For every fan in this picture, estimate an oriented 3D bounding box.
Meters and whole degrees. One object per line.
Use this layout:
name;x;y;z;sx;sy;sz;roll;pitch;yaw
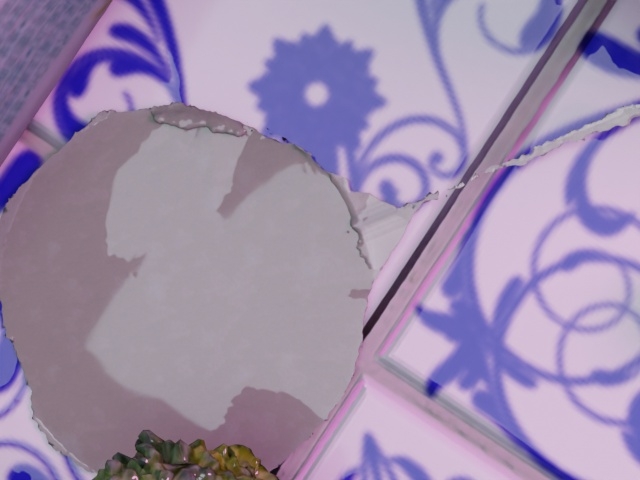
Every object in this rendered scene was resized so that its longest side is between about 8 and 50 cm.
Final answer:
fan;0.000;0.000;0.645;0.310;0.010;0.182;-21;87;8

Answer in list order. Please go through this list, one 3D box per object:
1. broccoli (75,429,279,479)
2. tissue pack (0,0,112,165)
broccoli;-0.051;0.202;0.572;0.198;0.226;0.176;-37;65;-19
tissue pack;-0.261;-0.111;0.604;0.287;0.162;0.388;35;93;3
